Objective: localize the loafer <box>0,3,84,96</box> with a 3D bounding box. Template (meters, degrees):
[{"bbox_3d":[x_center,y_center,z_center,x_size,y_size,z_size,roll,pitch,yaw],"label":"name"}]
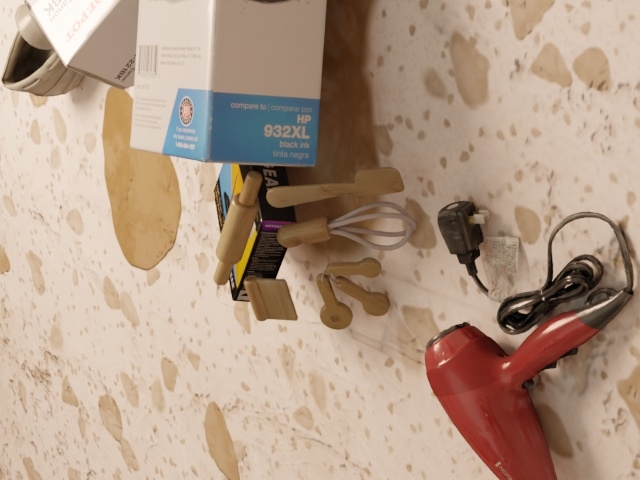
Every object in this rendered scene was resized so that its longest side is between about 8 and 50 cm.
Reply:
[{"bbox_3d":[-0.357,-0.298,1.868,0.112,0.112,0.319,62,144,20],"label":"loafer"}]

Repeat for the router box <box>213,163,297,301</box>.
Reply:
[{"bbox_3d":[-0.077,-0.039,1.558,0.178,0.046,0.133,-104,26,-42],"label":"router box"}]

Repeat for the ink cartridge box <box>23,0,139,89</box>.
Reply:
[{"bbox_3d":[-0.267,-0.348,1.650,0.197,0.114,0.273,-46,60,19],"label":"ink cartridge box"}]

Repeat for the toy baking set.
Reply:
[{"bbox_3d":[-0.007,-0.001,1.433,0.030,0.197,0.256,-76,1,-48],"label":"toy baking set"}]

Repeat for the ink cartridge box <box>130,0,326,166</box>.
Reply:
[{"bbox_3d":[-0.096,-0.238,1.418,0.223,0.129,0.307,16,103,62],"label":"ink cartridge box"}]

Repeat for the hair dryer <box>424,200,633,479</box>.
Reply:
[{"bbox_3d":[0.180,0.112,1.255,0.224,0.080,0.293,13,113,53],"label":"hair dryer"}]
